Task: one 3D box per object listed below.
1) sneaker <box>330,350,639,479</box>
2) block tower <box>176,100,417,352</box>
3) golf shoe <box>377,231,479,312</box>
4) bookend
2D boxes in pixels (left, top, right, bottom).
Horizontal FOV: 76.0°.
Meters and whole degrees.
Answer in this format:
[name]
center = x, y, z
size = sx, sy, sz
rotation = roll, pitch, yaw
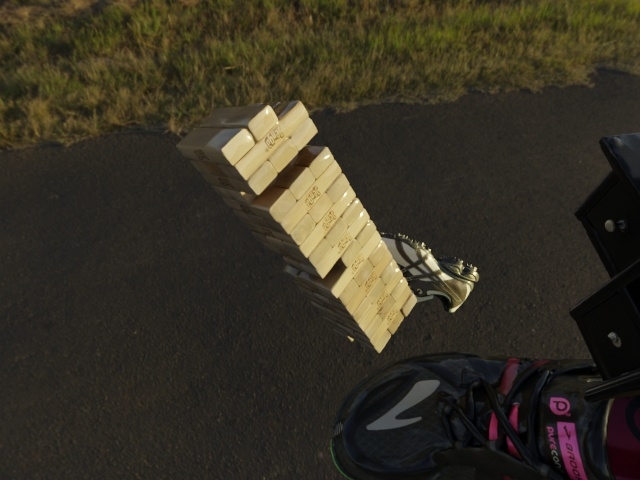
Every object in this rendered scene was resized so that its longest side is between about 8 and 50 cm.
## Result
[sneaker]
center = 0.236, 0.202, 0.469
size = 0.483, 0.202, 0.185
rotation = -11, 63, 16
[block tower]
center = 0.000, 0.000, 0.459
size = 0.097, 0.335, 0.091
rotation = 18, 62, 47
[golf shoe]
center = 0.154, 0.050, 0.672
size = 0.198, 0.077, 0.093
rotation = 24, 88, 4
[bookend]
center = 0.245, 0.027, 0.316
size = 0.072, 0.156, 0.157
rotation = -7, 60, -2
